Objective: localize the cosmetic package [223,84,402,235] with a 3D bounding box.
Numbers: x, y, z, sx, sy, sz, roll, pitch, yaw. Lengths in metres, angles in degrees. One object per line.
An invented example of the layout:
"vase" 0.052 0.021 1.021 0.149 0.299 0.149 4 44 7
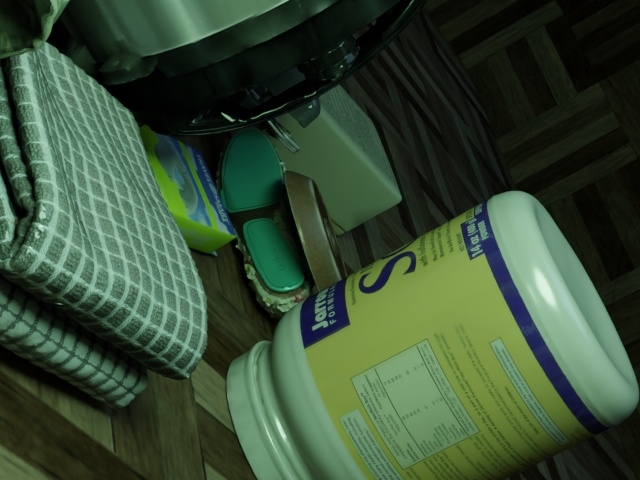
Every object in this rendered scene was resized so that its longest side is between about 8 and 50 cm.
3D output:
"cosmetic package" -0.022 -0.153 1.881 0.309 0.113 0.160 42 23 -49

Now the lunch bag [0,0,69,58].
"lunch bag" -0.277 -0.253 0.938 0.287 0.169 0.235 26 27 -16

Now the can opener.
"can opener" -0.084 -0.209 1.700 0.076 0.095 0.283 42 10 -49

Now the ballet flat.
"ballet flat" -0.066 -0.012 1.573 0.077 0.091 0.241 93 -14 -55

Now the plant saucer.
"plant saucer" 0.000 0.000 1.538 0.168 0.029 0.168 -19 90 -86

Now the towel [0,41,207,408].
"towel" -0.201 -0.041 1.060 0.235 0.121 0.283 40 25 -55

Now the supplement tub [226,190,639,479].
"supplement tub" 0.103 0.126 1.343 0.241 0.331 0.241 55 16 -23

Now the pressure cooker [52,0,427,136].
"pressure cooker" -0.094 -0.305 1.242 0.420 0.370 0.375 60 36 -24

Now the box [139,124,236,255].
"box" -0.147 -0.050 1.410 0.109 0.042 0.178 66 16 18
